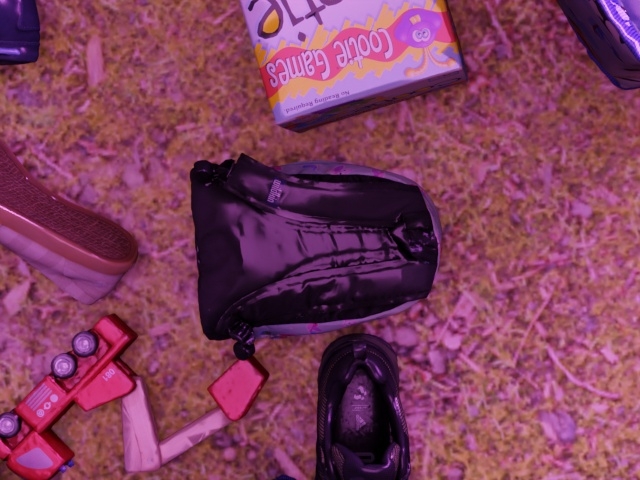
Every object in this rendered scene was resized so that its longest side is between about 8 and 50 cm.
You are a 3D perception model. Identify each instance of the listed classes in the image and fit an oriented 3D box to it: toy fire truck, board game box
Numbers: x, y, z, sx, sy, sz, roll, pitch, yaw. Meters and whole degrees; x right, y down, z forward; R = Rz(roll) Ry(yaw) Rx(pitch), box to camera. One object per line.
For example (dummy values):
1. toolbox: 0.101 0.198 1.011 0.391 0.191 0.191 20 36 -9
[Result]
1. toy fire truck: -0.148 0.131 1.372 0.135 0.047 0.192 44 93 3
2. board game box: 0.003 -0.232 1.313 0.144 0.142 0.275 -17 90 6

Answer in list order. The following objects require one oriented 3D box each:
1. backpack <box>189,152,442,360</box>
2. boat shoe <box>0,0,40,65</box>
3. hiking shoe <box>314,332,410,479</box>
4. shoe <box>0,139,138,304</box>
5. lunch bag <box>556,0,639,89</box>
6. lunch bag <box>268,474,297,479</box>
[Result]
1. backpack: 0.000 0.000 1.330 0.182 0.115 0.152 -5 100 4
2. boat shoe: -0.342 -0.138 1.362 0.258 0.109 0.089 -16 92 6
3. hiking shoe: 0.028 0.184 1.324 0.086 0.114 0.226 -7 89 5
4. shoe: -0.244 -0.026 1.363 0.219 0.076 0.058 34 128 -5
5. lunch bag: 0.321 -0.277 1.197 0.385 0.328 0.239 -35 89 5
6. lunch bag: -0.077 0.330 1.278 0.138 0.221 0.293 -5 89 5
